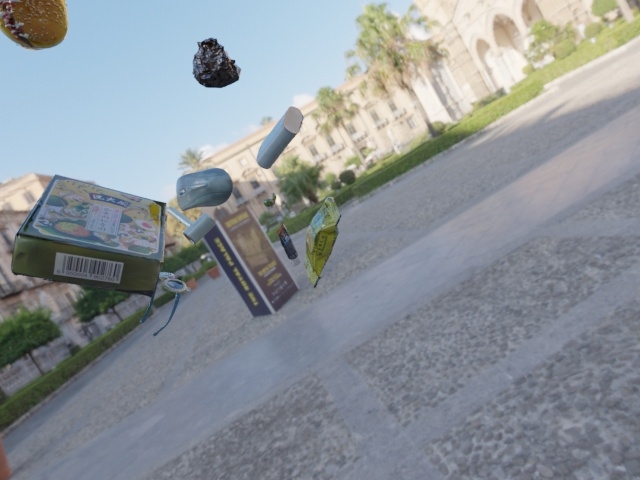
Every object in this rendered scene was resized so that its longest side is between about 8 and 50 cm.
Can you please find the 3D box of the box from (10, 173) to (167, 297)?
[{"bbox_3d":[-0.681,-0.022,1.464,0.420,0.373,0.138,-114,43,-56],"label":"box"}]

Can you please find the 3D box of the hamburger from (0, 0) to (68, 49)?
[{"bbox_3d":[-0.981,-0.796,1.599,0.227,0.295,0.151,-12,4,-37],"label":"hamburger"}]

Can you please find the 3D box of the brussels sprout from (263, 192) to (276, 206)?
[{"bbox_3d":[-0.242,-0.198,2.327,0.083,0.051,0.046,-50,13,-31],"label":"brussels sprout"}]

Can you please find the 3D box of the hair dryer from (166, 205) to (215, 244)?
[{"bbox_3d":[-0.568,-0.089,2.020,0.131,0.237,0.073,-49,-30,-19],"label":"hair dryer"}]

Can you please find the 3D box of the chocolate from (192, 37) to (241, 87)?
[{"bbox_3d":[-0.492,-0.833,2.173,0.224,0.206,0.177,2,-36,1],"label":"chocolate"}]

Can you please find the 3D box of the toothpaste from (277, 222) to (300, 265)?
[{"bbox_3d":[-0.135,0.019,1.992,0.045,0.193,0.071,-6,36,25],"label":"toothpaste"}]

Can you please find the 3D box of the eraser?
[{"bbox_3d":[-0.164,-0.412,1.906,0.227,0.081,0.174,-41,25,41],"label":"eraser"}]

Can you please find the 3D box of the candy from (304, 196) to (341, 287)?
[{"bbox_3d":[0.000,0.000,1.663,0.187,0.081,0.297,-116,42,-57],"label":"candy"}]

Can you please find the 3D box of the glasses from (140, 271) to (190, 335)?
[{"bbox_3d":[-0.594,0.221,1.720,0.190,0.088,0.220,25,83,43],"label":"glasses"}]

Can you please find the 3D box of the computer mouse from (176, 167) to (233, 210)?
[{"bbox_3d":[-0.603,-0.254,2.343,0.371,0.188,0.122,-9,-4,31],"label":"computer mouse"}]
